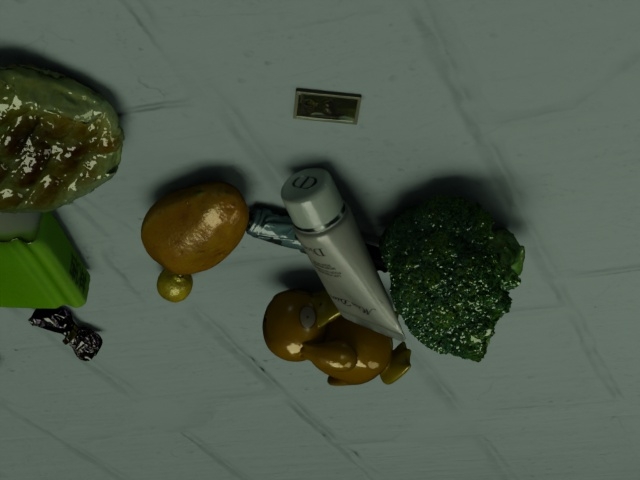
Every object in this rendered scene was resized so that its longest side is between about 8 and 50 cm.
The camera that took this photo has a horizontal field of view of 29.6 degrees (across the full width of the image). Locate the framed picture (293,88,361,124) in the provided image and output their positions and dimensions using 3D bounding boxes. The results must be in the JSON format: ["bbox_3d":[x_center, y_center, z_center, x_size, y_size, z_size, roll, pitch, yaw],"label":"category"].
[{"bbox_3d":[0.009,-0.180,1.641,0.089,0.006,0.066,6,151,-2],"label":"framed picture"}]

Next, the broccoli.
[{"bbox_3d":[0.204,0.048,1.825,0.242,0.261,0.269,-8,136,-36],"label":"broccoli"}]

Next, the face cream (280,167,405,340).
[{"bbox_3d":[0.033,0.027,1.848,0.143,0.089,0.314,16,145,43],"label":"face cream"}]

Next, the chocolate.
[{"bbox_3d":[-0.481,0.173,2.304,0.072,0.070,0.147,-37,138,12],"label":"chocolate"}]

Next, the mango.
[{"bbox_3d":[-0.191,-0.022,1.853,0.147,0.109,0.227,20,146,-18],"label":"mango"}]

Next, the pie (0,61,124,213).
[{"bbox_3d":[-0.417,-0.128,1.667,0.306,0.071,0.306,-12,146,-8],"label":"pie"}]

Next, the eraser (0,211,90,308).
[{"bbox_3d":[-0.517,0.021,2.004,0.210,0.092,0.274,1,152,5],"label":"eraser"}]

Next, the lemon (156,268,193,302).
[{"bbox_3d":[-0.250,0.074,2.086,0.062,0.062,0.083,13,152,-14],"label":"lemon"}]

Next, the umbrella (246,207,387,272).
[{"bbox_3d":[0.001,-0.002,1.922,0.250,0.052,0.053,15,115,-16],"label":"umbrella"}]

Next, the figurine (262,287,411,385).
[{"bbox_3d":[0.025,0.160,2.079,0.215,0.215,0.228,-17,131,34],"label":"figurine"}]
